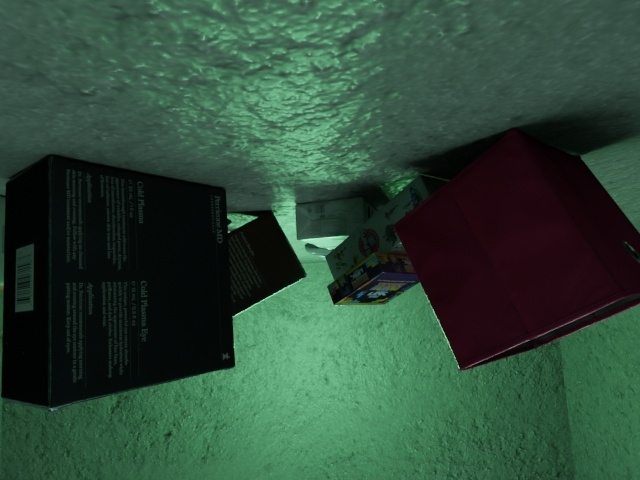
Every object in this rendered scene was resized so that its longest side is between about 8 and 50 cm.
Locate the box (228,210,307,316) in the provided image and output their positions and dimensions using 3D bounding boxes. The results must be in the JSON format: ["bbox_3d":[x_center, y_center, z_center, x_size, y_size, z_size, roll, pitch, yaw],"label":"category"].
[{"bbox_3d":[-0.247,0.100,1.116,0.382,0.191,0.143,-28,178,-8],"label":"box"}]

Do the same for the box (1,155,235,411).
[{"bbox_3d":[-0.327,0.070,0.746,0.179,0.342,0.313,-10,170,37],"label":"box"}]

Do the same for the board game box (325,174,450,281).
[{"bbox_3d":[0.191,-0.002,0.957,0.224,0.097,0.303,4,144,-41],"label":"board game box"}]

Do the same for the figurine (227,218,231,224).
[{"bbox_3d":[-0.353,-0.006,1.111,0.210,0.092,0.215,-4,161,-45],"label":"figurine"}]

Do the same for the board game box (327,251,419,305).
[{"bbox_3d":[0.123,0.084,0.909,0.171,0.048,0.141,7,144,-44],"label":"board game box"}]

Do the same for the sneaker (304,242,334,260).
[{"bbox_3d":[0.036,0.056,1.661,0.094,0.091,0.258,-31,-153,-32],"label":"sneaker"}]

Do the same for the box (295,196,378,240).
[{"bbox_3d":[0.063,-0.036,1.134,0.169,0.087,0.290,-5,173,16],"label":"box"}]

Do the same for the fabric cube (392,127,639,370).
[{"bbox_3d":[0.325,0.023,0.695,0.254,0.258,0.259,3,146,-40],"label":"fabric cube"}]

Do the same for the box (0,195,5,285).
[{"bbox_3d":[-0.735,0.017,0.848,0.346,0.168,0.215,-4,174,9],"label":"box"}]
